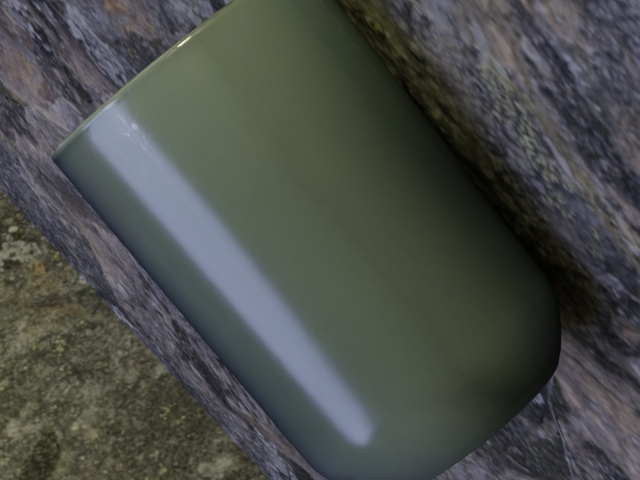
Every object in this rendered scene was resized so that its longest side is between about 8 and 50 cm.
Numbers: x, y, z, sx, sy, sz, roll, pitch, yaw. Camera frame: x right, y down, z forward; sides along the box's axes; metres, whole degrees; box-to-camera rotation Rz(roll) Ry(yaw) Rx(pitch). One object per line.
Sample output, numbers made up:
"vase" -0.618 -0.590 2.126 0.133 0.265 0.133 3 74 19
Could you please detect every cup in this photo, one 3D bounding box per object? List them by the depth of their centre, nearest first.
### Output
"cup" 0.000 0.000 1.269 0.312 0.205 0.205 52 165 -4
